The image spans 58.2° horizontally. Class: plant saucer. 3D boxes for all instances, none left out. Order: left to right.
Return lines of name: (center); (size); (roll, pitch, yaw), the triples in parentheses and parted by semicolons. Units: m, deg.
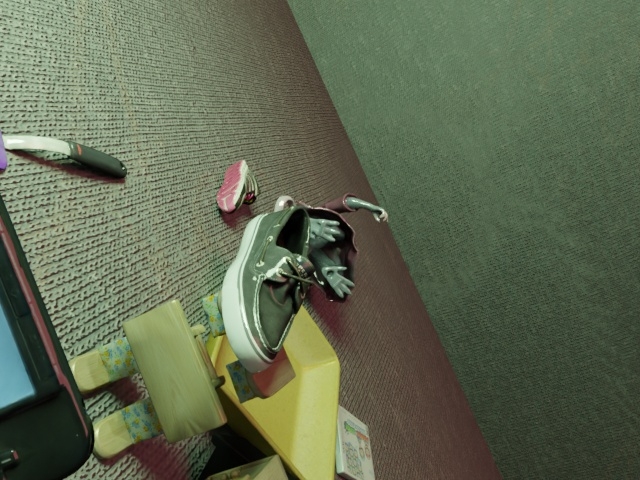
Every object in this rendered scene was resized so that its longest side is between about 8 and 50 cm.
plant saucer: (-0.083, 0.214, 0.943); (0.332, 0.081, 0.333); (58, 20, -26)

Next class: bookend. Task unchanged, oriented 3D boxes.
bookend: (-0.100, 0.351, 0.711); (0.157, 0.156, 0.072); (-61, 145, -8)

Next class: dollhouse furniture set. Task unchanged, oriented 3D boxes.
dollhouse furniture set: (-0.144, 0.189, 0.585); (0.242, 0.212, 0.161); (67, 18, 4)

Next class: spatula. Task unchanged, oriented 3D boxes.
spatula: (-0.334, -0.114, 0.709); (0.296, 0.030, 0.084); (12, 58, -69)

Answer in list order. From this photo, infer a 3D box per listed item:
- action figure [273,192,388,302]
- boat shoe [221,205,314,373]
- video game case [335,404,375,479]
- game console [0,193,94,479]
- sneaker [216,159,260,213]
action figure: (0.000, 0.000, 1.377); (0.276, 0.248, 0.370); (18, 17, -8)
boat shoe: (-0.041, 0.035, 0.596); (0.080, 0.076, 0.228); (56, 19, -25)
video game case: (0.069, 0.434, 1.202); (0.157, 0.019, 0.143); (49, 26, -44)
game console: (-0.318, 0.067, 0.334); (0.173, 0.250, 0.293); (151, -84, -82)
sneaker: (-0.155, -0.094, 1.134); (0.075, 0.063, 0.170); (50, 19, -26)
